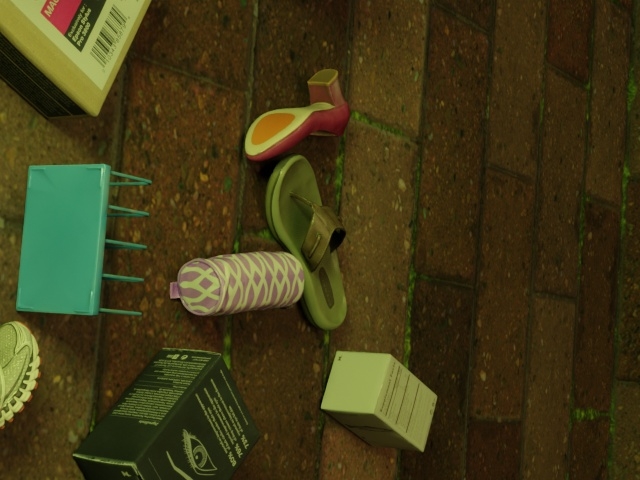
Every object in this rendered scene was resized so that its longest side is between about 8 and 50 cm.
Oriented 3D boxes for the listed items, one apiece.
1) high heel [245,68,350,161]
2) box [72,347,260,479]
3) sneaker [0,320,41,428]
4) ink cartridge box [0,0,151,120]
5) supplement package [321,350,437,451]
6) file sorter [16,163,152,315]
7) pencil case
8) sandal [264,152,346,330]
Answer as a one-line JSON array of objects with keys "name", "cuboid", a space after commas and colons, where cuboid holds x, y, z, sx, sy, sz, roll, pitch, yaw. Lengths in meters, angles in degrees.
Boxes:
[{"name": "high heel", "cuboid": [-0.031, -0.154, 1.807, 0.244, 0.082, 0.117, -54, 142, -46]}, {"name": "box", "cuboid": [-0.191, 0.262, 1.541, 0.207, 0.108, 0.153, -50, 130, -42]}, {"name": "sneaker", "cuboid": [-0.381, 0.170, 1.285, 0.225, 0.088, 0.092, -60, 134, -36]}, {"name": "ink cartridge box", "cuboid": [-0.301, -0.288, 1.394, 0.193, 0.088, 0.234, 46, 55, -47]}, {"name": "supplement package", "cuboid": [0.098, 0.262, 1.960, 0.179, 0.105, 0.105, 43, 56, -46]}, {"name": "file sorter", "cuboid": [-0.272, 0.003, 1.417, 0.104, 0.118, 0.170, 11, 81, -59]}, {"name": "pencil case", "cuboid": [-0.108, 0.058, 1.676, 0.206, 0.088, 0.086, -1, 94, -56]}, {"name": "sandal", "cuboid": [0.001, 0.000, 1.832, 0.120, 0.086, 0.302, -48, 129, -43]}]
